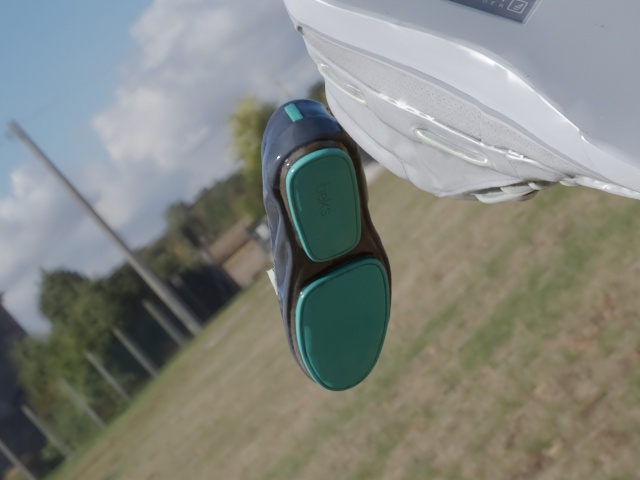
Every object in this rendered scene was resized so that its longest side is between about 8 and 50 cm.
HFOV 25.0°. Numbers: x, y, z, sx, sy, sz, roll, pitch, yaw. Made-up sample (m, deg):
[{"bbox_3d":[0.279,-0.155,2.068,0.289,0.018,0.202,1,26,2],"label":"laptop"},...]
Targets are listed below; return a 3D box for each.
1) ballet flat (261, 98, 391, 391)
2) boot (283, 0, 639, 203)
[{"bbox_3d":[0.000,0.000,0.837,0.074,0.074,0.203,-43,-36,-29],"label":"ballet flat"},{"bbox_3d":[0.100,-0.059,0.633,0.095,0.258,0.123,-49,-31,-18],"label":"boot"}]
